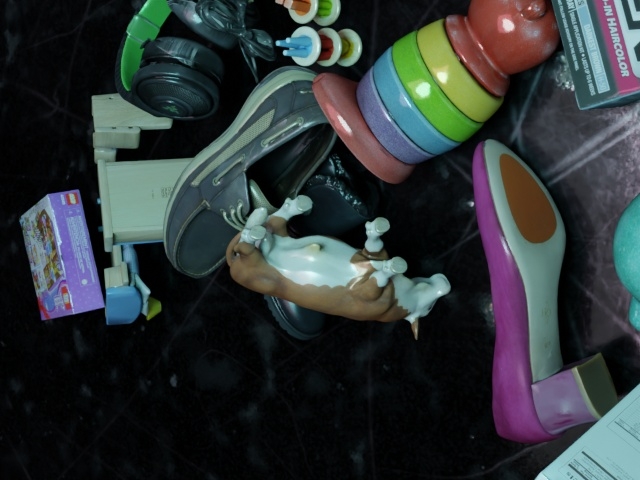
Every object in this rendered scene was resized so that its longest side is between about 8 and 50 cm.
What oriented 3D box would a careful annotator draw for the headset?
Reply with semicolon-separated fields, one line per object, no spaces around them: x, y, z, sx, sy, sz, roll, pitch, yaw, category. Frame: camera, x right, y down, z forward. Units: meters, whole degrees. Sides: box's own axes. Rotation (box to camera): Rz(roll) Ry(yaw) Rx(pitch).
-0.196;-0.300;1.383;0.394;0.185;0.243;22;86;49;headset

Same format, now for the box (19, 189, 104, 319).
-0.460;0.033;1.690;0.293;0.057;0.201;-13;89;63;box

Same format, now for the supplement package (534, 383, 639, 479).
0.348;0.306;1.040;0.198;0.262;0.199;42;137;25;supplement package

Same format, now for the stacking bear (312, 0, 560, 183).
0.164;-0.212;1.194;0.289;0.175;0.164;-35;74;28;stacking bear

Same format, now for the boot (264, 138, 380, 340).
0.000;0.000;1.384;0.207;0.094;0.247;-29;74;40;boot

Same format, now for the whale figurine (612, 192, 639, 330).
0.427;0.058;1.042;0.216;0.141;0.272;-29;82;36;whale figurine

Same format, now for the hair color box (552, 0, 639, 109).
0.437;-0.278;0.995;0.374;0.113;0.185;-16;88;37;hair color box

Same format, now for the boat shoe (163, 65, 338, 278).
-0.102;-0.074;1.325;0.355;0.132;0.130;-54;39;24;boat shoe

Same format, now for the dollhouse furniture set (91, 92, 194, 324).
-0.270;-0.043;1.603;0.303;0.198;0.287;113;149;-60;dollhouse furniture set

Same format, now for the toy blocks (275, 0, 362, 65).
-0.020;-0.295;1.316;0.054;0.148;0.123;-34;77;35;toy blocks

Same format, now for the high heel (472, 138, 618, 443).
0.228;0.070;1.216;0.181;0.127;0.377;-29;73;48;high heel

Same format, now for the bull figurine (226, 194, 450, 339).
0.027;0.038;1.266;0.310;0.101;0.188;10;148;-1;bull figurine
